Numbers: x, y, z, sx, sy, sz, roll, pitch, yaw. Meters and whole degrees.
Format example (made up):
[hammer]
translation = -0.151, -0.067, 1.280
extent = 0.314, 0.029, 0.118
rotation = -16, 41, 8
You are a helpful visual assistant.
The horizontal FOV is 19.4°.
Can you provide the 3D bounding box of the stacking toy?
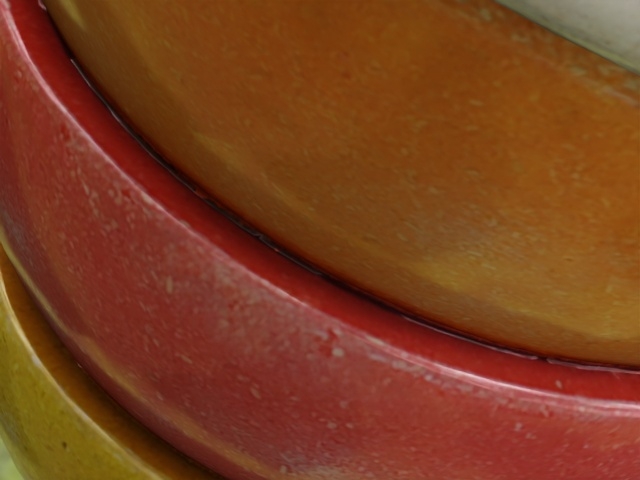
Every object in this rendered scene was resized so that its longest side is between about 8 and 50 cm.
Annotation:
[stacking toy]
translation = 0.000, 0.000, 0.553
extent = 0.350, 0.480, 0.351
rotation = 19, 38, -15
